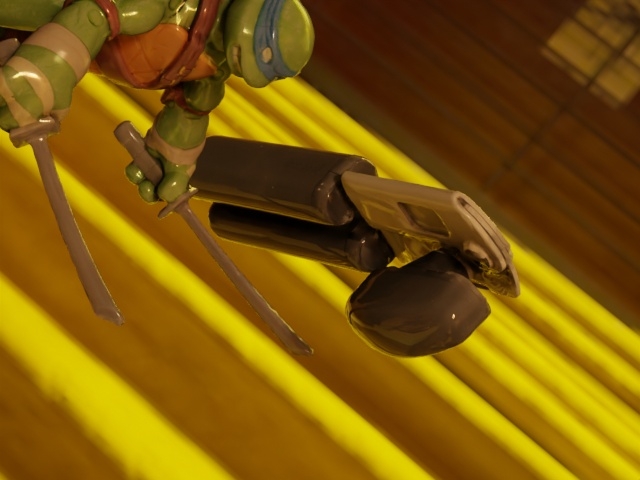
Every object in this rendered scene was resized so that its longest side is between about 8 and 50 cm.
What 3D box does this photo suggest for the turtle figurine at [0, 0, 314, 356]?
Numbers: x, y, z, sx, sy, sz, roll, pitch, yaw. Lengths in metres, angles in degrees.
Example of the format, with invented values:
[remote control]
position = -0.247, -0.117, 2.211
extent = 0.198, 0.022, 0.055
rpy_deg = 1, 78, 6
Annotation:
[turtle figurine]
position = -0.144, -0.069, 0.974
extent = 0.198, 0.266, 0.275
rpy_deg = -25, -53, -54

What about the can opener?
[can opener]
position = 0.000, 0.000, 1.008
extent = 0.095, 0.283, 0.076
rpy_deg = -48, -58, -21
